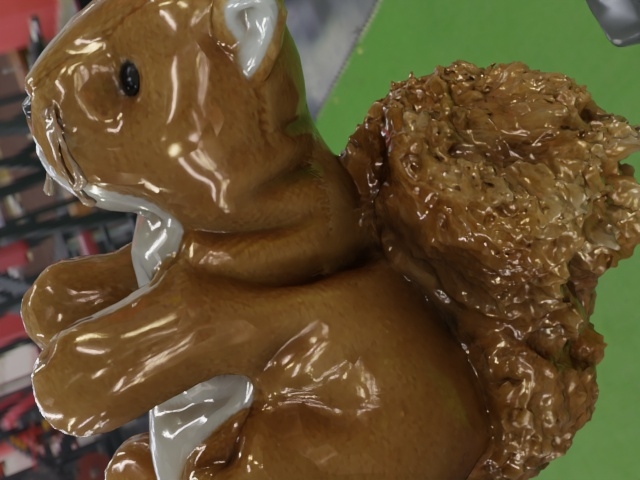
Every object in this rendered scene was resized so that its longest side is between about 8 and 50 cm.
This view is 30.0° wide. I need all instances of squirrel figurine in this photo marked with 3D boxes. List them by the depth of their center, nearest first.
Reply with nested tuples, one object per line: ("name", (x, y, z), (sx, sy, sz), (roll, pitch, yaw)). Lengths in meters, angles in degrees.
("squirrel figurine", (0.000, 0.000, 0.766), (0.281, 0.396, 0.371), (-131, 28, -79))

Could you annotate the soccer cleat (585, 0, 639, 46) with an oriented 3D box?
("soccer cleat", (0.173, -0.018, 0.296), (0.143, 0.116, 0.331), (-22, 101, 46))
